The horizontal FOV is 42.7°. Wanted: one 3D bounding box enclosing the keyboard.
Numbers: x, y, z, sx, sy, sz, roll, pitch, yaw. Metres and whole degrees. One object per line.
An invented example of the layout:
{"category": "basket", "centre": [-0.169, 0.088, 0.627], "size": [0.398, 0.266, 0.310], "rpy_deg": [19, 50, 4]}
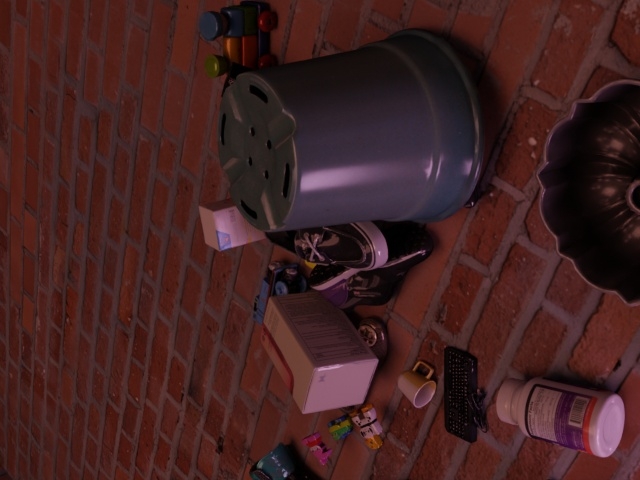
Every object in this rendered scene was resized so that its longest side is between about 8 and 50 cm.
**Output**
{"category": "keyboard", "centre": [0.272, 0.305, 1.578], "size": [0.100, 0.038, 0.192], "rpy_deg": [13, 116, 41]}

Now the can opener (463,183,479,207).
{"category": "can opener", "centre": [0.239, -0.147, 1.408], "size": [0.073, 0.059, 0.186], "rpy_deg": [-7, 96, 64]}

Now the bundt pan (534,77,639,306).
{"category": "bundt pan", "centre": [0.480, -0.074, 1.149], "size": [0.331, 0.124, 0.330], "rpy_deg": [19, 119, 39]}

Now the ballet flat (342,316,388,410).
{"category": "ballet flat", "centre": [0.081, 0.270, 1.736], "size": [0.084, 0.058, 0.249], "rpy_deg": [36, 129, 28]}

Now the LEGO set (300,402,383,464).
{"category": "LEGO set", "centre": [0.075, 0.430, 1.795], "size": [0.227, 0.087, 0.093], "rpy_deg": [-34, 85, 40]}

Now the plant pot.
{"category": "plant pot", "centre": [0.032, -0.164, 1.353], "size": [0.341, 0.334, 0.341], "rpy_deg": [28, 125, 50]}

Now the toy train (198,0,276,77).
{"category": "toy train", "centre": [-0.175, -0.355, 1.667], "size": [0.105, 0.143, 0.247], "rpy_deg": [22, 121, 38]}

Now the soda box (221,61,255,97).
{"category": "soda box", "centre": [-0.107, -0.290, 1.620], "size": [0.169, 0.060, 0.053], "rpy_deg": [19, 132, -13]}

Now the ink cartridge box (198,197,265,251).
{"category": "ink cartridge box", "centre": [-0.182, -0.044, 1.818], "size": [0.090, 0.143, 0.092], "rpy_deg": [20, 122, 59]}

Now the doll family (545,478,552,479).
{"category": "doll family", "centre": [0.447, 0.563, 1.450], "size": [0.263, 0.118, 0.163], "rpy_deg": [30, 126, 33]}

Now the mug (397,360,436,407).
{"category": "mug", "centre": [0.194, 0.287, 1.644], "size": [0.064, 0.078, 0.062], "rpy_deg": [35, 161, 41]}

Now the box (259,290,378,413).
{"category": "box", "centre": [-0.009, 0.225, 1.690], "size": [0.232, 0.149, 0.126], "rpy_deg": [54, 138, 45]}

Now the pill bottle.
{"category": "pill bottle", "centre": [0.403, 0.292, 1.389], "size": [0.194, 0.108, 0.108], "rpy_deg": [7, 112, 44]}

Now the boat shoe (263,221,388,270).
{"category": "boat shoe", "centre": [0.000, 0.000, 1.537], "size": [0.301, 0.102, 0.108], "rpy_deg": [21, 126, 49]}

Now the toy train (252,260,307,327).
{"category": "toy train", "centre": [-0.094, 0.128, 1.840], "size": [0.105, 0.080, 0.184], "rpy_deg": [37, 130, 36]}

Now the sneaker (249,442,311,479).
{"category": "sneaker", "centre": [-0.069, 0.582, 1.978], "size": [0.296, 0.124, 0.178], "rpy_deg": [-5, 112, 47]}

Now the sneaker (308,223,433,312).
{"category": "sneaker", "centre": [0.121, 0.061, 1.606], "size": [0.283, 0.107, 0.124], "rpy_deg": [-21, 122, 38]}

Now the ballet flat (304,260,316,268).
{"category": "ballet flat", "centre": [0.023, -0.018, 1.663], "size": [0.077, 0.077, 0.231], "rpy_deg": [43, 139, 26]}
